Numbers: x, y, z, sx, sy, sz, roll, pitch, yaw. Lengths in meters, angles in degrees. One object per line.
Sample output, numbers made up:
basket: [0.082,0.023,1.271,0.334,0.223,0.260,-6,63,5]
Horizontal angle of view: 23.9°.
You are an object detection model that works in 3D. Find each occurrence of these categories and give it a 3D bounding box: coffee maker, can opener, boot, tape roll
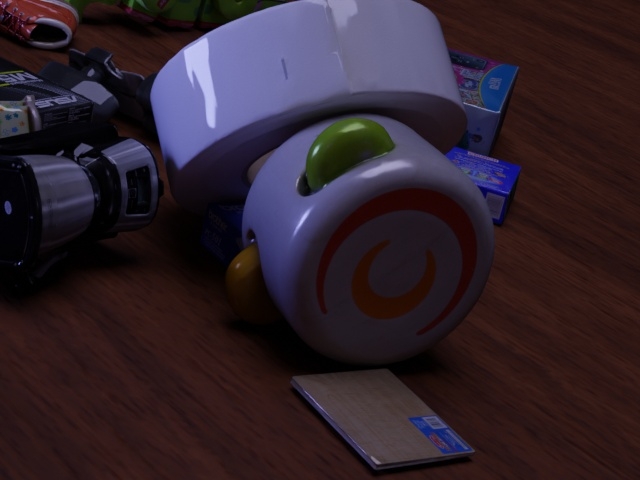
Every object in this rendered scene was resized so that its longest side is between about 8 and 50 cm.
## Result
coffee maker: [-0.252,-0.049,1.299,0.171,0.120,0.178,32,23,20]
can opener: [-0.180,-0.134,1.642,0.280,0.074,0.093,22,58,24]
boot: [-0.376,-0.276,1.858,0.157,0.059,0.085,10,28,-12]
tape roll: [-0.011,-0.117,1.398,0.286,0.286,0.100,-2,69,-33]

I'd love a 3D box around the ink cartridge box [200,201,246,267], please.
ink cartridge box: [0.000,0.000,1.438,0.207,0.046,0.097,-3,27,-34]

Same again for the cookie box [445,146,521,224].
cookie box: [0.172,-0.064,1.691,0.091,0.040,0.107,17,23,9]

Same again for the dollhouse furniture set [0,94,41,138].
dollhouse furniture set: [-0.303,-0.144,1.417,0.181,0.161,0.101,-2,-16,-32]

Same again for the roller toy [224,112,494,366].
roller toy: [0.035,-0.002,1.279,0.191,0.209,0.146,16,17,-29]

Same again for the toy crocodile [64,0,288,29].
toy crocodile: [-0.191,-0.334,2.059,0.340,0.105,0.115,0,25,-40]

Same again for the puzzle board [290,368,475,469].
puzzle board: [0.047,0.140,1.185,0.096,0.011,0.128,-1,27,-34]

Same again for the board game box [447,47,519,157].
board game box: [0.077,-0.187,1.855,0.303,0.098,0.224,17,23,6]

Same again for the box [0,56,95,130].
box: [-0.366,-0.146,1.571,0.184,0.045,0.190,25,26,31]
